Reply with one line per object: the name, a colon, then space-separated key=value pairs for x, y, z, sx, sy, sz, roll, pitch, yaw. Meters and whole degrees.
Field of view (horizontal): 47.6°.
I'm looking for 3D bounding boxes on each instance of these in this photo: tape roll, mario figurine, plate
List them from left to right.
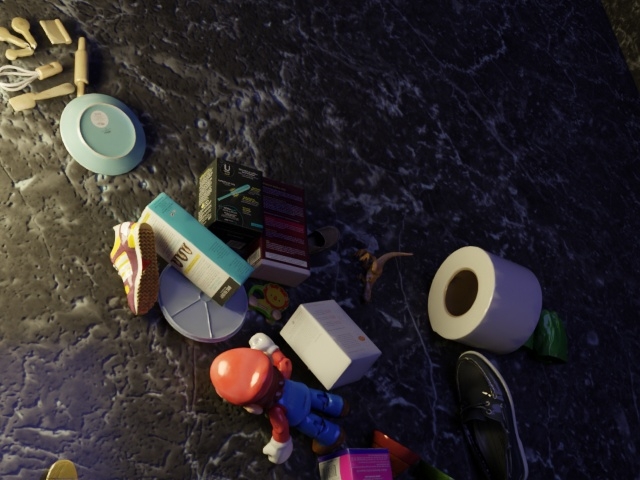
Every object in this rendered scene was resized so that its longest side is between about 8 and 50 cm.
plate: x=-0.457 y=-0.230 z=1.544 sx=0.188 sy=0.024 sz=0.188 roll=14 pitch=66 yaw=-34
mario figurine: x=-0.099 y=0.322 z=1.486 sx=0.320 sy=0.170 sz=0.198 roll=36 pitch=12 yaw=-29
tape roll: x=0.416 y=0.154 z=1.852 sx=0.169 sy=0.246 sz=0.246 roll=20 pitch=56 yaw=-27

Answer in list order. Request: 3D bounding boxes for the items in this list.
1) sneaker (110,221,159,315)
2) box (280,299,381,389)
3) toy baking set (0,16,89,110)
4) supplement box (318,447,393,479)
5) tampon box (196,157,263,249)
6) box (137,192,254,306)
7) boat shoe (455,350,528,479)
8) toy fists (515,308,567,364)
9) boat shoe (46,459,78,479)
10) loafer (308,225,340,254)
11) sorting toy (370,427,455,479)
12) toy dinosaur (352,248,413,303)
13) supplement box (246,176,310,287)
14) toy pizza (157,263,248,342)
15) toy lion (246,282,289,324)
sneaker: x=-0.374 y=0.056 z=1.444 sx=0.069 sy=0.084 sz=0.185 roll=4 pitch=86 yaw=-63
box: x=0.022 y=0.221 z=1.566 sx=0.170 sy=0.091 sz=0.130 roll=47 pitch=25 yaw=25
toy baking set: x=-0.588 y=-0.369 z=1.539 sx=0.197 sy=0.030 sz=0.256 roll=4 pitch=64 yaw=-32
supplement box: x=0.080 y=0.544 z=1.474 sx=0.114 sy=0.111 sz=0.220 roll=11 pitch=60 yaw=-33
tampon box: x=-0.202 y=-0.080 z=1.614 sx=0.120 sy=0.101 sz=0.161 roll=16 pitch=57 yaw=-30
box: x=-0.260 y=0.020 z=1.480 sx=0.244 sy=0.100 sz=0.060 roll=40 pitch=46 yaw=-4
boat shoe: x=0.396 y=0.440 z=1.760 sx=0.113 sy=0.127 sz=0.340 roll=-4 pitch=78 yaw=-51
toy fists: x=0.588 y=0.250 z=2.031 sx=0.279 sy=0.096 sz=0.142 roll=21 pitch=65 yaw=-28
boat shoe: x=-0.428 y=0.444 z=1.202 sx=0.056 sy=0.048 sz=0.153 roll=-3 pitch=60 yaw=-25
loafer: x=0.000 y=0.000 z=1.756 sx=0.148 sy=0.050 sz=0.056 roll=-27 pitch=84 yaw=-42
sorting toy: x=0.231 y=0.559 z=1.609 sx=0.365 sy=0.127 sz=0.126 roll=37 pitch=78 yaw=-18
toy dinosaur: x=0.139 y=0.067 z=1.829 sx=0.112 sy=0.064 sz=0.211 roll=54 pitch=54 yaw=-24
supplement box: x=-0.101 y=-0.022 z=1.670 sx=0.130 sy=0.073 sz=0.239 roll=16 pitch=54 yaw=-30
toy pizza: x=-0.247 y=0.122 z=1.514 sx=0.201 sy=0.032 sz=0.201 roll=17 pitch=53 yaw=-24
toy lion: x=-0.117 y=0.131 z=1.613 sx=0.100 sy=0.034 sz=0.096 roll=32 pitch=44 yaw=-19
